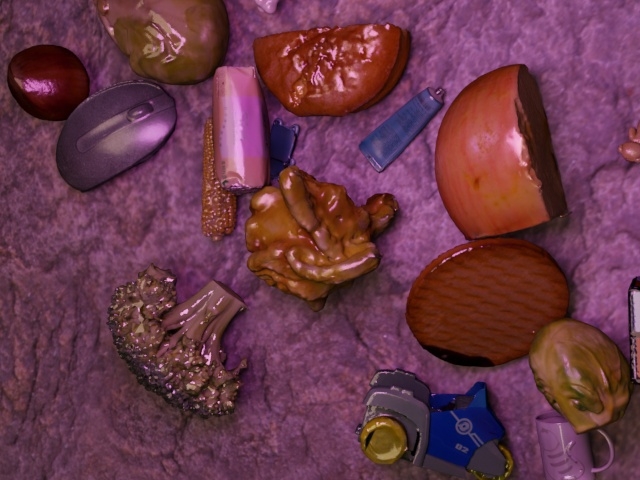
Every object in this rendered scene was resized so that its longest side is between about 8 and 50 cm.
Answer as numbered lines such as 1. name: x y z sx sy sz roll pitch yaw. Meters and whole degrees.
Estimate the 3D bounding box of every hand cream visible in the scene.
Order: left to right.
1. hand cream: 0.178 -0.242 1.643 0.224 0.048 0.083 -42 77 27

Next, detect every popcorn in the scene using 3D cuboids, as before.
1. popcorn: -0.009 0.003 1.591 0.326 0.321 0.289 38 109 36

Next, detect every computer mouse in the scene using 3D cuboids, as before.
1. computer mouse: -0.519 -0.250 1.903 0.374 0.114 0.203 -32 80 22

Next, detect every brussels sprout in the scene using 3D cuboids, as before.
1. brussels sprout: -0.338 -0.475 1.725 0.316 0.274 0.242 45 132 19
2. brussels sprout: 0.482 0.244 1.448 0.161 0.223 0.223 -38 79 19

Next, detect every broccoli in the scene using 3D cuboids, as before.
1. broccoli: -0.331 0.229 1.785 0.339 0.277 0.317 12 79 14

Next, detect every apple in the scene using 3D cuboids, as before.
1. apple: 0.347 -0.171 1.499 0.252 0.314 0.308 -19 91 -18

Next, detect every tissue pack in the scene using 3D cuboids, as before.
1. tissue pack: -0.172 -0.230 1.680 0.123 0.215 0.256 -5 90 -1

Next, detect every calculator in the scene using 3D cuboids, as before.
1. calculator: -0.093 -0.204 1.771 0.094 0.019 0.141 23 105 25

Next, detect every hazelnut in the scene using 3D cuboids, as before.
1. hazelnut: -0.680 -0.389 1.911 0.208 0.208 0.208 2 95 24

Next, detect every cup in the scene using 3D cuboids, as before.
1. cup: 0.489 0.405 1.509 0.136 0.099 0.133 173 89 -68

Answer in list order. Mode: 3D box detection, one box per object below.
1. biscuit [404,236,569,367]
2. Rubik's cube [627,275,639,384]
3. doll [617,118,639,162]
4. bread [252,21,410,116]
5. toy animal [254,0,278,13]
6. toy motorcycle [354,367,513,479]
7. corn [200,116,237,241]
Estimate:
1. biscuit: 0.324 0.125 1.514 0.318 0.040 0.317 -1 126 -2
2. Rubik's cube: 0.652 0.159 1.396 0.180 0.167 0.183 0 93 24
3. doll: 0.600 -0.189 1.452 0.062 0.051 0.093 29 104 26
4. bread: 0.025 -0.348 1.621 0.340 0.194 0.178 1 100 25
5. toy animal: -0.020 -0.655 1.636 0.363 0.180 0.181 -43 69 43
6. toy motorcycle: 0.246 0.369 1.597 0.327 0.191 0.199 14 96 7
7. corn: -0.235 -0.141 1.805 0.087 0.086 0.288 3 95 23
